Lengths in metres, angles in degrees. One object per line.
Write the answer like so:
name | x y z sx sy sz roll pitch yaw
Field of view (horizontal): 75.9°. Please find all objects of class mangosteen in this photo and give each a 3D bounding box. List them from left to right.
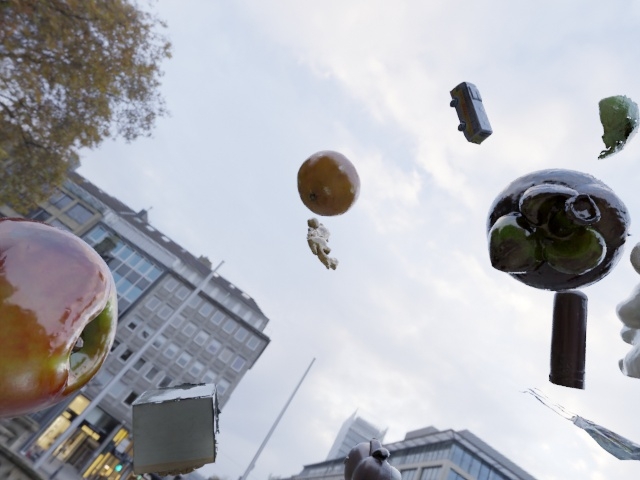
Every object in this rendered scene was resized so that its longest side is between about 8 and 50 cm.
mangosteen | 0.288 -0.015 0.524 0.172 0.183 0.173 7 -81 55

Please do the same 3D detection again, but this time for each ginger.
ginger | 0.000 0.000 1.213 0.052 0.176 0.193 -39 -107 13

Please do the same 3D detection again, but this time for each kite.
kite | 0.557 0.387 0.886 0.141 0.015 0.245 14 7 -34

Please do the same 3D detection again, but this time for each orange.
orange | 0.016 -0.126 0.937 0.156 0.124 0.156 30 -40 30

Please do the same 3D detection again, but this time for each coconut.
coconut | 0.723 -0.278 0.992 0.158 0.133 0.055 54 4 -29

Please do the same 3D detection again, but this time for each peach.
peach | -0.428 0.089 0.549 0.274 0.246 0.248 14 -4 -5

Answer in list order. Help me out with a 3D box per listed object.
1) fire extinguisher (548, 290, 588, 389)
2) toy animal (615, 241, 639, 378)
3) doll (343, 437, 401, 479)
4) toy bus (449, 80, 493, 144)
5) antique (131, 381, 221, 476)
fire extinguisher | 0.571 0.199 0.952 0.071 0.268 0.089 9 -11 3
toy animal | 0.896 0.189 1.046 0.195 0.368 0.241 8 -23 12
doll | 0.129 0.633 1.106 0.117 0.182 0.257 21 -15 -7
toy bus | 0.427 -0.367 1.175 0.064 0.191 0.075 4 -24 -27
antique | -0.274 0.366 0.803 0.151 0.148 0.146 -2 -10 -11
